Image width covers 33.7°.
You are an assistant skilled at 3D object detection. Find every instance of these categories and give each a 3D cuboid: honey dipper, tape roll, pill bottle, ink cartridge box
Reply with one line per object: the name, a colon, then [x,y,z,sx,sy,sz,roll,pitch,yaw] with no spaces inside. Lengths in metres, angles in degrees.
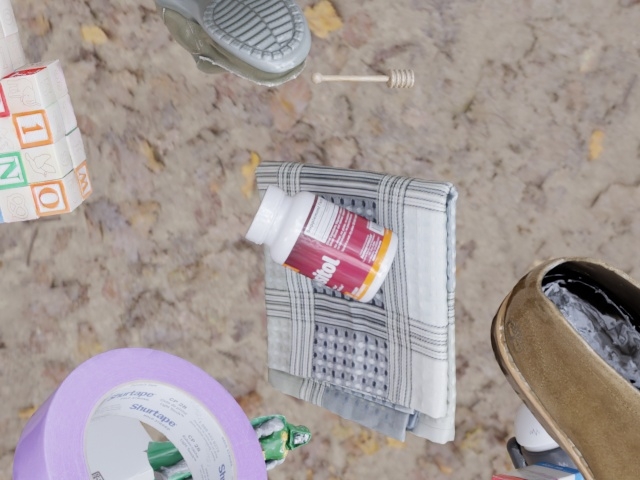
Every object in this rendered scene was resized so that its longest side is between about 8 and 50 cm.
honey dipper: [0.063,-0.247,1.602,0.160,0.030,0.031,-1,110,-16]
tape roll: [-0.197,0.261,1.182,0.274,0.275,0.090,26,134,-23]
pill bottle: [0.000,0.000,1.141,0.152,0.086,0.086,25,102,-5]
ink cartridge box: [0.316,0.420,1.600,0.231,0.078,0.134,6,91,-53]

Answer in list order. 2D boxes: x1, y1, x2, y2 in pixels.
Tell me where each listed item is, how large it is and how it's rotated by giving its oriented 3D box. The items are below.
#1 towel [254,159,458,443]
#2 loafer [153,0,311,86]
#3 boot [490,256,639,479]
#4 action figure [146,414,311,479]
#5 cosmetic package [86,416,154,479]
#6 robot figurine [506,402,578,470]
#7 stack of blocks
towel: [0.033,0.072,1.283,0.056,0.312,0.324,-18,112,-45]
loafer: [-0.089,-0.215,1.089,0.094,0.251,0.087,-32,134,-17]
boot: [0.213,0.133,0.583,0.112,0.115,0.305,-39,77,-11]
action figure: [-0.116,0.298,1.448,0.232,0.063,0.137,-18,122,-27]
cosmetic package: [-0.369,0.381,1.731,0.151,0.151,0.184,-19,147,-40]
robot figurine: [0.465,0.392,1.918,0.209,0.173,0.278,-28,96,-3]
stack of blocks: [-0.399,-0.173,1.262,0.171,0.087,0.297,-8,108,10]
